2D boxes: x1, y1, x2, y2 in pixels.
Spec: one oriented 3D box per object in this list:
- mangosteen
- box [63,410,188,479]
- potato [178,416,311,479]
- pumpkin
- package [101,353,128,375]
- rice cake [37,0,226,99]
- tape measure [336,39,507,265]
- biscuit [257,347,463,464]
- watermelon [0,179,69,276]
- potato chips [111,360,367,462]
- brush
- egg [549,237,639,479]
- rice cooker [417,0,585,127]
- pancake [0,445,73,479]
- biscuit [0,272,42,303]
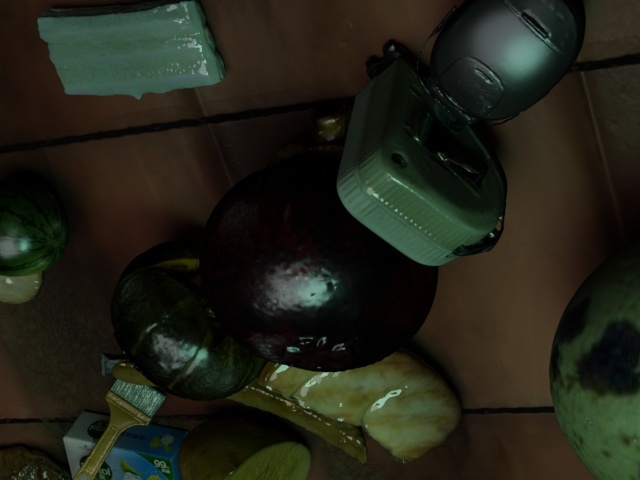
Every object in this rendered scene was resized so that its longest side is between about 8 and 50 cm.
[{"bbox_3d":[-0.006,0.018,1.553,0.297,0.293,0.297,-14,144,-10],"label":"mangosteen"},{"bbox_3d":[-0.306,0.365,2.038,0.194,0.073,0.139,8,126,18],"label":"box"},{"bbox_3d":[-0.138,0.335,1.890,0.158,0.203,0.178,33,128,31],"label":"potato"},{"bbox_3d":[-0.172,0.112,1.703,0.238,0.238,0.159,34,126,-2],"label":"pumpkin"},{"bbox_3d":[-0.295,0.194,1.946,0.110,0.015,0.037,-2,93,24],"label":"package"},{"bbox_3d":[-0.241,-0.245,1.604,0.237,0.043,0.127,-2,123,25],"label":"rice cake"},{"bbox_3d":[0.131,-0.095,1.457,0.207,0.235,0.115,33,132,-19],"label":"tape measure"},{"bbox_3d":[0.069,0.203,1.717,0.299,0.045,0.154,33,108,-28],"label":"biscuit"},{"bbox_3d":[-0.450,-0.019,1.790,0.187,0.141,0.141,11,127,21],"label":"watermelon"},{"bbox_3d":[-0.112,0.223,1.856,0.407,0.080,0.057,17,144,10],"label":"potato chips"},{"bbox_3d":[-0.329,0.306,1.969,0.083,0.011,0.205,33,93,5],"label":"brush"},{"bbox_3d":[0.468,0.145,1.378,0.428,0.345,0.345,-2,122,15],"label":"egg"},{"bbox_3d":[0.202,-0.215,1.384,0.142,0.118,0.203,43,128,-10],"label":"rice cooker"},{"bbox_3d":[-0.529,0.518,2.171,0.356,0.065,0.356,1,92,24],"label":"pancake"},{"bbox_3d":[-0.491,0.036,1.921,0.152,0.020,0.152,12,127,16],"label":"biscuit"}]
